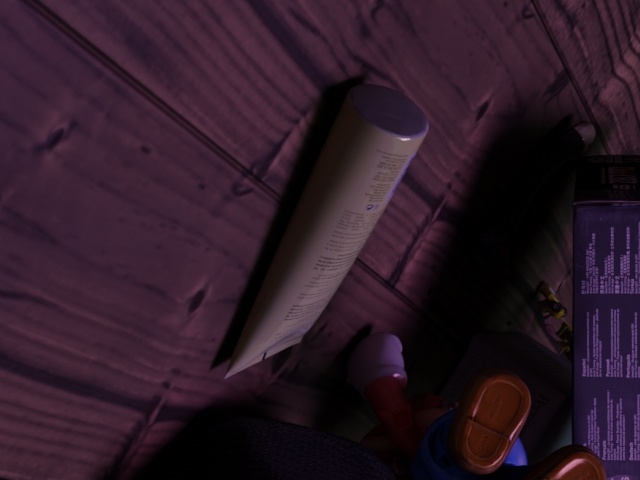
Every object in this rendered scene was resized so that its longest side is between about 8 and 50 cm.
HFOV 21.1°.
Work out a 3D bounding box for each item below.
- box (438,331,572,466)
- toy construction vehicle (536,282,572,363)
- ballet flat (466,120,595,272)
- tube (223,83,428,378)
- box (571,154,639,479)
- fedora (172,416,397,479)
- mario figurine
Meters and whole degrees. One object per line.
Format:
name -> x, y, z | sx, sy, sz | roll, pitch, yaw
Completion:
box -> 0.191, 0.202, 1.806 | 0.181, 0.119, 0.182 | -59, 158, 9
toy construction vehicle -> 0.260, 0.098, 1.842 | 0.035, 0.098, 0.086 | -34, 156, 10
ballet flat -> 0.200, -0.039, 1.573 | 0.173, 0.049, 0.057 | -50, 159, -13
tube -> 0.000, 0.000, 1.217 | 0.070, 0.062, 0.240 | 12, 126, -19
box -> 0.278, 0.134, 1.568 | 0.318, 0.097, 0.395 | -52, 141, -77
fedora -> -0.026, 0.240, 1.320 | 0.334, 0.334, 0.152 | 91, 3, -54
mario figurine -> 0.129, 0.160, 1.418 | 0.170, 0.198, 0.320 | -8, 174, -17
